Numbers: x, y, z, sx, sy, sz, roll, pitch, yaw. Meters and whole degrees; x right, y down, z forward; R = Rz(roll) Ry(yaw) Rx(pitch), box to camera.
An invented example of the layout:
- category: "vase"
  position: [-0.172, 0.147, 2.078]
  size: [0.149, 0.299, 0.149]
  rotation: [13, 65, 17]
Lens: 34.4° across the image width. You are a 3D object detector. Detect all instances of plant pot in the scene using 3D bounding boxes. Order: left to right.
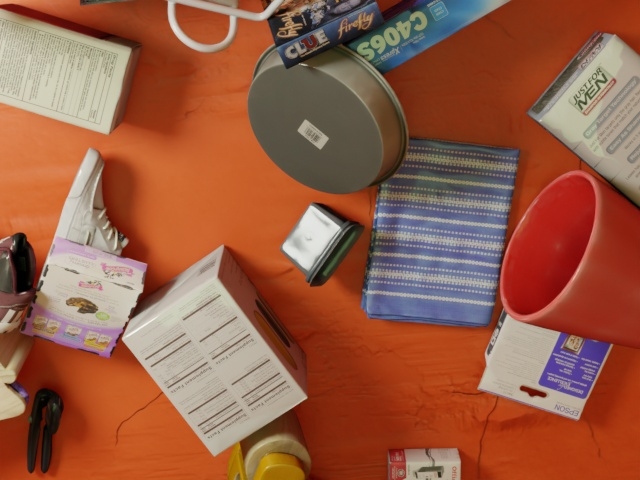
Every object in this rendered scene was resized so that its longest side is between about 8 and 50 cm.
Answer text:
- category: "plant pot"
  position: [0.480, 0.052, 1.749]
  size: [0.243, 0.275, 0.275]
  rotation: [24, 104, -16]

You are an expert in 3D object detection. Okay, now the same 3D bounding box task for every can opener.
- category: "can opener"
  position: [-0.517, 0.356, 1.914]
  size: [0.059, 0.073, 0.186]
  rotation: [14, 114, -13]

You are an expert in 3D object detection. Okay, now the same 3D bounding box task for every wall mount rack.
- category: "wall mount rack"
  position: [-0.202, -0.468, 1.541]
  size: [0.304, 0.130, 0.350]
  rotation: [8, 65, -28]

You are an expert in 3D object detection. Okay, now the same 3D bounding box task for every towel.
- category: "towel"
  position: [0.210, -0.010, 1.830]
  size: [0.243, 0.040, 0.336]
  rotation: [6, 105, -3]

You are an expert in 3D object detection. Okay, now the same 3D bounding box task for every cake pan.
- category: "cake pan"
  position: [0.001, -0.190, 1.679]
  size: [0.293, 0.054, 0.293]
  rotation: [21, 139, 20]

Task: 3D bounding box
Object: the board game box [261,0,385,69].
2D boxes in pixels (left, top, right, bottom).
- category: "board game box"
  position: [-0.005, -0.373, 1.622]
  size: [0.165, 0.243, 0.042]
  rotation: [-24, 127, 5]

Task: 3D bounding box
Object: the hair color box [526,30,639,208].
- category: "hair color box"
  position: [0.556, -0.164, 1.753]
  size: [0.374, 0.113, 0.185]
  rotation: [38, 101, -11]

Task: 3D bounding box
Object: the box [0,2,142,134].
- category: "box"
  position: [-0.429, -0.284, 1.700]
  size: [0.232, 0.127, 0.148]
  rotation: [17, 104, -6]

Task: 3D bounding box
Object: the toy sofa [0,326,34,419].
- category: "toy sofa"
  position: [-0.691, 0.267, 1.839]
  size: [0.363, 0.150, 0.177]
  rotation: [-26, 109, 6]

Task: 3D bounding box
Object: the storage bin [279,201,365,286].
- category: "storage bin"
  position: [0.000, 0.000, 1.810]
  size: [0.091, 0.098, 0.135]
  rotation: [40, 103, 18]

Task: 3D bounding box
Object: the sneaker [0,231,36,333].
- category: "sneaker"
  position: [-0.562, 0.005, 1.743]
  size: [0.162, 0.106, 0.281]
  rotation: [-42, 81, 32]

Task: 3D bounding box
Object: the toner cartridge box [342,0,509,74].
- category: "toner cartridge box"
  position: [0.201, -0.378, 1.663]
  size: [0.348, 0.165, 0.075]
  rotation: [-29, 105, 8]

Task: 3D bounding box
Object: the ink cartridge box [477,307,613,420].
- category: "ink cartridge box"
  position: [0.414, 0.204, 1.888]
  size: [0.206, 0.045, 0.208]
  rotation: [19, 103, -6]

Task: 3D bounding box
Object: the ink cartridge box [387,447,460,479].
- category: "ink cartridge box"
  position: [0.196, 0.448, 1.947]
  size: [0.135, 0.056, 0.099]
  rotation: [-2, 105, 0]

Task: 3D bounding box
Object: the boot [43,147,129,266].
- category: "boot"
  position: [-0.389, -0.029, 1.799]
  size: [0.123, 0.095, 0.258]
  rotation: [19, 113, -12]

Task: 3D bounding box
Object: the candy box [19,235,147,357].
- category: "candy box"
  position: [-0.408, 0.100, 1.778]
  size: [0.165, 0.070, 0.196]
  rotation: [19, 131, -16]

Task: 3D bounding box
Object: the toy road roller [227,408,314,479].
- category: "toy road roller"
  position: [-0.054, 0.474, 1.886]
  size: [0.241, 0.202, 0.329]
  rotation: [11, 111, -16]

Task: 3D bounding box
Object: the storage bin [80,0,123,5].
- category: "storage bin"
  position: [-0.312, -0.423, 1.635]
  size: [0.122, 0.180, 0.084]
  rotation: [-6, 106, 1]

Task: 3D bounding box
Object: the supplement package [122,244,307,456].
- category: "supplement package"
  position: [-0.175, 0.186, 1.796]
  size: [0.198, 0.199, 0.262]
  rotation: [-34, 104, 7]
